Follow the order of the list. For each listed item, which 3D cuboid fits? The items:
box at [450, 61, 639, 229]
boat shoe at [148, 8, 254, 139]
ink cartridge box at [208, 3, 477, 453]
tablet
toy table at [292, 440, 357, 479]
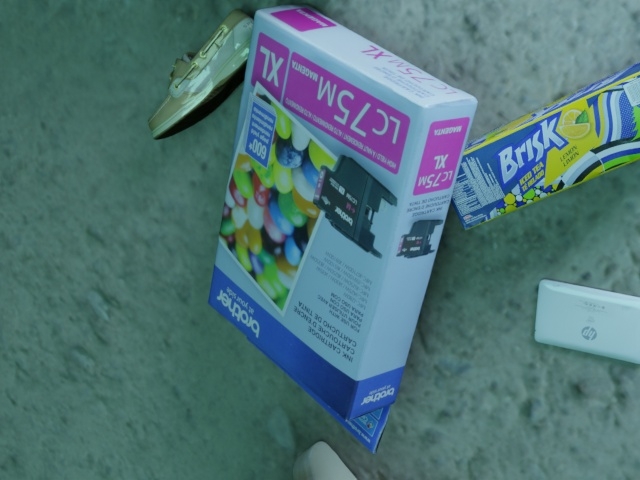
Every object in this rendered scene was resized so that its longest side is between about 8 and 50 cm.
[{"bbox_3d":[0.167,-0.067,0.749,0.169,0.059,0.054,-23,99,34],"label":"box"},{"bbox_3d":[-0.094,-0.132,0.872,0.135,0.050,0.045,-37,85,26],"label":"boat shoe"},{"bbox_3d":[0.000,0.000,0.833,0.186,0.065,0.311,36,129,37],"label":"ink cartridge box"},{"bbox_3d":[0.203,0.061,0.818,0.083,0.006,0.054,11,116,24],"label":"tablet"},{"bbox_3d":[0.038,0.305,0.919,0.252,0.161,0.274,-26,98,33],"label":"toy table"}]
